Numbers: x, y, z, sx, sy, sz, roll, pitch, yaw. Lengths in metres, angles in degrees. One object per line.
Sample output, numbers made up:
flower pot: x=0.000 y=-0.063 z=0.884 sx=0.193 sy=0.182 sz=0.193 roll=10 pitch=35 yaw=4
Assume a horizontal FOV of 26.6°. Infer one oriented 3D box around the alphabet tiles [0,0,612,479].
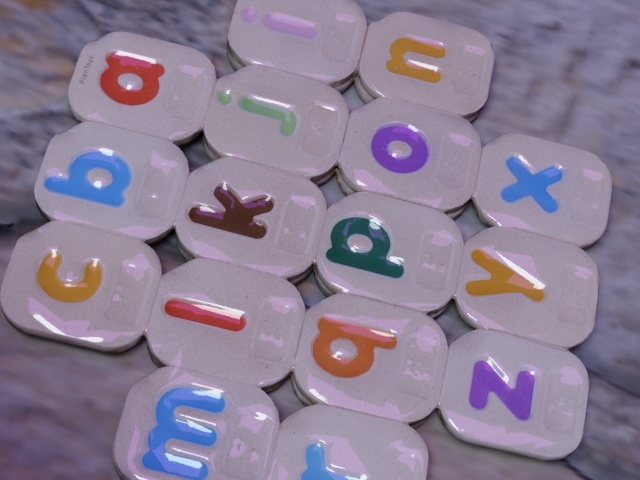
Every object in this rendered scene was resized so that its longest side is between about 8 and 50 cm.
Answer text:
alphabet tiles: x=0.000 y=0.000 z=0.659 sx=0.278 sy=0.021 sz=0.284 roll=13 pitch=63 yaw=-2
